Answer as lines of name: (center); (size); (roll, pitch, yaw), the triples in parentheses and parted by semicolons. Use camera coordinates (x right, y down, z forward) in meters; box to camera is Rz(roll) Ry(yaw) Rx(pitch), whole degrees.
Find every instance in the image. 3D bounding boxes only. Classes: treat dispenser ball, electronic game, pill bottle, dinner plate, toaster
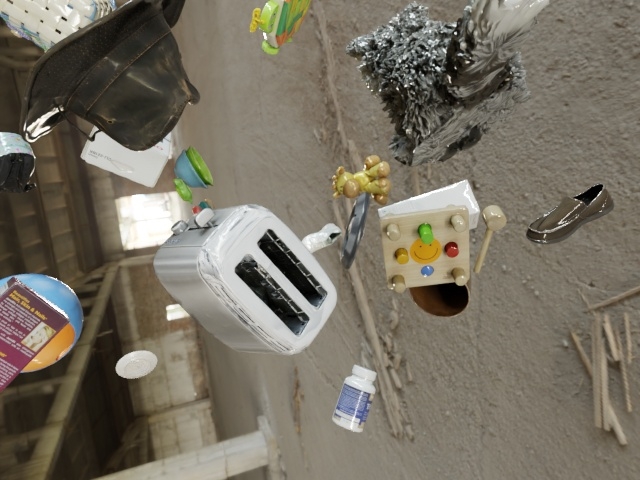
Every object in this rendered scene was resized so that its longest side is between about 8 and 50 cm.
treat dispenser ball: (-0.863, 0.241, 1.311); (0.288, 0.289, 0.287); (171, 90, -71)
electronic game: (0.101, -0.026, 1.269); (0.229, 0.048, 0.229); (-164, 90, -90)
pill bottle: (0.073, 0.321, 0.909); (0.120, 0.067, 0.067); (-70, 16, -10)
dinner plate: (-0.666, 0.456, 1.616); (0.017, 0.141, 0.141); (53, 147, 44)
toaster: (-0.083, 0.057, 0.544); (0.147, 0.129, 0.227); (-10, 125, 52)

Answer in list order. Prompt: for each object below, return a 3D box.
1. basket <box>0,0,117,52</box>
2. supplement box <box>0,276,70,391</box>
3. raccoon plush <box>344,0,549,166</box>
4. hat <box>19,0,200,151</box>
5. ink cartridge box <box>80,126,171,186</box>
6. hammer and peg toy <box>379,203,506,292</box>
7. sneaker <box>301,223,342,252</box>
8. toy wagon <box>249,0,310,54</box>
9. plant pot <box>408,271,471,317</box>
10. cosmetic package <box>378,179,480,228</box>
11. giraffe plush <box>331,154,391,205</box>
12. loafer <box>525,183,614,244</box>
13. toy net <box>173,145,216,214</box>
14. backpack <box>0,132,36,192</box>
basket: (-0.621, -0.550, 1.054); (0.201, 0.255, 0.288); (-52, 23, 17)
supplement box: (-0.515, 0.162, 0.703); (0.081, 0.188, 0.104); (7, 142, 52)
raccoon plush: (0.183, -0.324, 0.678); (0.446, 0.216, 0.298); (109, 137, -71)
hat: (-0.249, -0.206, 0.611); (0.134, 0.331, 0.331); (47, 171, -21)
ink cartridge box: (-0.547, -0.293, 1.284); (0.114, 0.197, 0.272); (-54, 31, 23)
hammer and peg toy: (0.368, 0.026, 1.323); (0.127, 0.362, 0.265); (-86, -12, -61)
sneaker: (0.000, 0.000, 1.385); (0.061, 0.152, 0.053); (32, 153, 54)
toy wagon: (-0.110, -0.700, 1.345); (0.267, 0.068, 0.344); (-63, 1, 46)
plant pot: (0.463, 0.131, 1.636); (0.216, 0.230, 0.215); (15, 123, 24)
cosmetic package: (0.437, -0.091, 1.809); (0.197, 0.366, 0.155); (50, -155, -66)
giraffe plush: (0.133, -0.211, 1.611); (0.210, 0.171, 0.181); (-152, 54, -63)
loafer: (0.574, -0.068, 1.039); (0.078, 0.220, 0.080); (64, 174, -28)
toy net: (-0.166, -0.039, 0.733); (0.232, 0.045, 0.122); (62, 177, -41)
backpack: (-0.918, -0.223, 1.299); (0.182, 0.152, 0.115); (-44, 77, 33)
